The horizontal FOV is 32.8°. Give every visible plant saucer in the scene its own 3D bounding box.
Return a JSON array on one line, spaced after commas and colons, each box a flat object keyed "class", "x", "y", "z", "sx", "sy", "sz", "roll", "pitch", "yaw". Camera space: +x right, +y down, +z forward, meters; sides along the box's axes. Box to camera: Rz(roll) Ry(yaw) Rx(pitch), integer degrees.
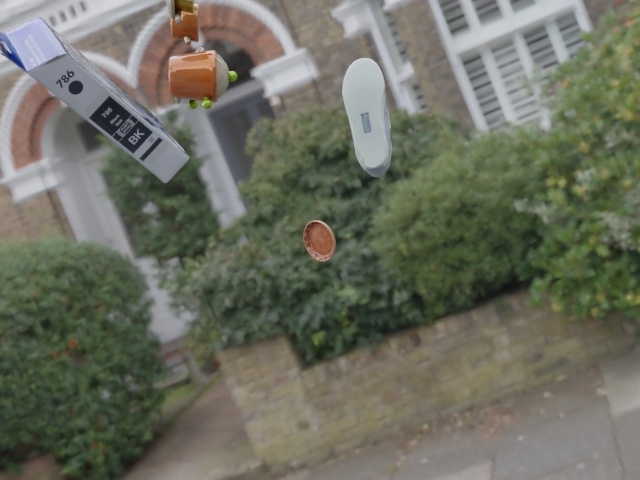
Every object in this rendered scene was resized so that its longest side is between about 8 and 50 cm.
[{"class": "plant saucer", "x": 0.000, "y": 0.000, "z": 2.157, "sx": 0.013, "sy": 0.083, "sz": 0.083, "roll": -21, "pitch": 1, "yaw": -44}]

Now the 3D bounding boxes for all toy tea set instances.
[{"class": "toy tea set", "x": -0.219, "y": -0.405, "z": 2.026, "sx": 0.124, "sy": 0.336, "sz": 0.200, "roll": -1, "pitch": 15, "yaw": -4}]

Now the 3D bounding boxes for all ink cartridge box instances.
[{"class": "ink cartridge box", "x": -0.347, "y": -0.225, "z": 1.619, "sx": 0.065, "sy": 0.332, "sz": 0.165, "roll": -47, "pitch": 41, "yaw": 4}]

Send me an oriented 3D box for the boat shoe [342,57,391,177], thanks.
[{"class": "boat shoe", "x": 0.088, "y": -0.223, "z": 2.010, "sx": 0.079, "sy": 0.228, "sz": 0.081, "roll": -8, "pitch": -19, "yaw": 7}]
